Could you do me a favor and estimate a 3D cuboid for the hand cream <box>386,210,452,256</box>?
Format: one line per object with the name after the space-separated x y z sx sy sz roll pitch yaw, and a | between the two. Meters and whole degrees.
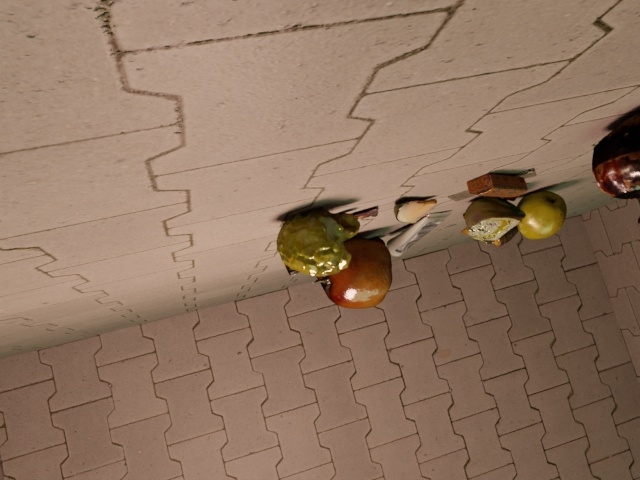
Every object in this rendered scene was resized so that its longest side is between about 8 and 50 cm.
0.354 -0.028 2.187 0.125 0.077 0.341 -8 156 -35 | hand cream

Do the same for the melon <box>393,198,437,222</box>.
0.256 -0.089 1.658 0.098 0.054 0.182 -30 165 39 | melon

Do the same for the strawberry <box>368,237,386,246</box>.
0.215 0.038 2.292 0.106 0.106 0.106 -15 172 -2 | strawberry

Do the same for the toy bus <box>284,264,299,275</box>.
-0.052 0.063 2.037 0.089 0.081 0.195 -21 177 -38 | toy bus

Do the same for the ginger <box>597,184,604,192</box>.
1.137 -0.233 2.022 0.354 0.126 0.190 -12 166 -7 | ginger

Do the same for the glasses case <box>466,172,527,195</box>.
0.513 -0.154 1.649 0.218 0.049 0.075 -2 165 -46 | glasses case

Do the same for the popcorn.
0.000 0.000 1.435 0.213 0.198 0.198 -40 171 0 | popcorn

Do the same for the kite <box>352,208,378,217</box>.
0.113 -0.071 1.660 0.190 0.010 0.159 -6 170 -40 | kite

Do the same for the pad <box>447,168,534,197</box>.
0.539 -0.167 1.790 0.265 0.009 0.160 -18 172 23 | pad

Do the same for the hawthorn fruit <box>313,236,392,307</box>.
0.109 0.117 2.091 0.301 0.267 0.268 -3 168 -21 | hawthorn fruit

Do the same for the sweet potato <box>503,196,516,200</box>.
0.636 -0.155 1.937 0.044 0.044 0.179 -19 166 23 | sweet potato

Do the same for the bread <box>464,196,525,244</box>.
0.594 -0.087 1.975 0.158 0.156 0.261 -47 168 32 | bread

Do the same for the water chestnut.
0.786 -0.166 1.330 0.300 0.299 0.300 -15 172 -2 | water chestnut

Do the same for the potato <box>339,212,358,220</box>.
0.059 -0.053 1.563 0.092 0.046 0.045 -10 -143 25 | potato

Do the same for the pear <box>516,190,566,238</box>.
0.845 -0.102 2.201 0.198 0.198 0.198 -15 172 -2 | pear

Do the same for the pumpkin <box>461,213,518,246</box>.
0.637 -0.079 2.204 0.131 0.126 0.248 -39 -155 -15 | pumpkin
